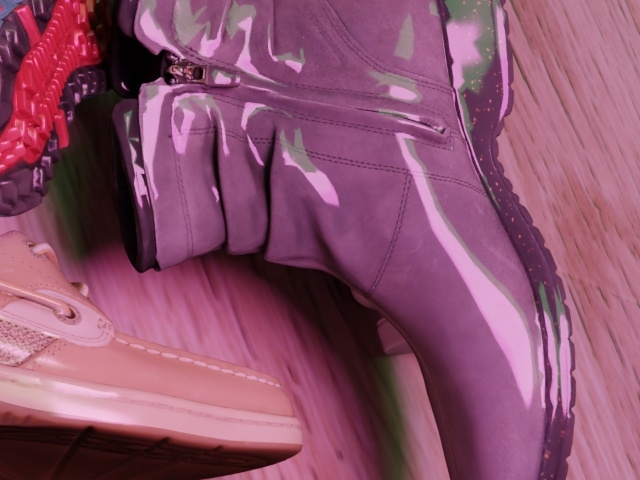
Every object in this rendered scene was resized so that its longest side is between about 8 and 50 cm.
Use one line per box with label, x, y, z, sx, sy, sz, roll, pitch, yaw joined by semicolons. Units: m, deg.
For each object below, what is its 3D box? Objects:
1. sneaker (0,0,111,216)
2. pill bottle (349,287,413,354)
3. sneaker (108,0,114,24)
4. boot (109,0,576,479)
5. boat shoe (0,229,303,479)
sneaker;-0.183;-0.102;0.754;0.262;0.125;0.104;-76;163;-61
pill bottle;0.051;-0.011;0.921;0.086;0.086;0.152;-4;73;-39
sneaker;-0.064;-0.113;0.873;0.170;0.089;0.051;53;49;-9
boot;0.000;0.000;0.793;0.223;0.118;0.338;-7;79;-21
boat shoe;-0.156;0.046;0.709;0.341;0.122;0.110;16;62;-31
